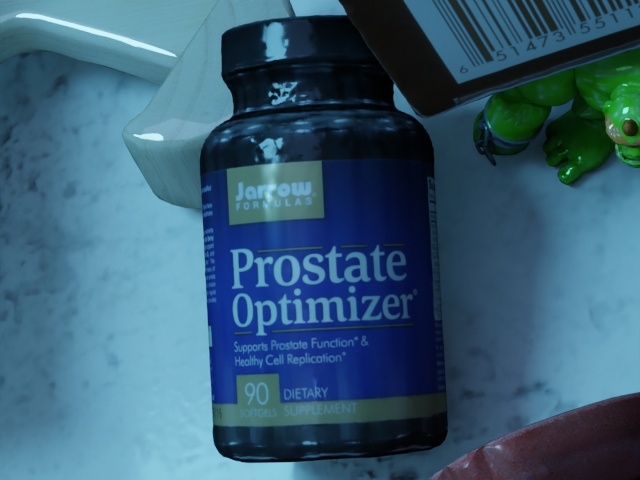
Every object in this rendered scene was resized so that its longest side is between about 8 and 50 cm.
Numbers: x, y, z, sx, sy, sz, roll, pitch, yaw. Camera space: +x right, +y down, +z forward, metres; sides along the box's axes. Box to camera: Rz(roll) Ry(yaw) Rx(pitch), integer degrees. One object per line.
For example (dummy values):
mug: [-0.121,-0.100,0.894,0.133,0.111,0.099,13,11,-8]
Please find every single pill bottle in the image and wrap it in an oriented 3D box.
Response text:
pill bottle: [0.000,0.000,0.902,0.123,0.123,0.219,-4,87,19]

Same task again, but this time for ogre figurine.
ogre figurine: [0.167,-0.077,0.905,0.197,0.118,0.097,19,77,26]

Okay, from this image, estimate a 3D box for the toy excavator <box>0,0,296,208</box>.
toy excavator: [-0.284,-0.113,1.052,0.445,0.222,0.433,-36,63,-6]

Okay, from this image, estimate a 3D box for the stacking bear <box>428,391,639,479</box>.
stacking bear: [0.150,0.228,0.774,0.164,0.175,0.289,-14,71,-33]

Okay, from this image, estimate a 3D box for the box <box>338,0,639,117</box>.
box: [0.097,-0.266,0.901,0.191,0.143,0.381,-16,53,19]
